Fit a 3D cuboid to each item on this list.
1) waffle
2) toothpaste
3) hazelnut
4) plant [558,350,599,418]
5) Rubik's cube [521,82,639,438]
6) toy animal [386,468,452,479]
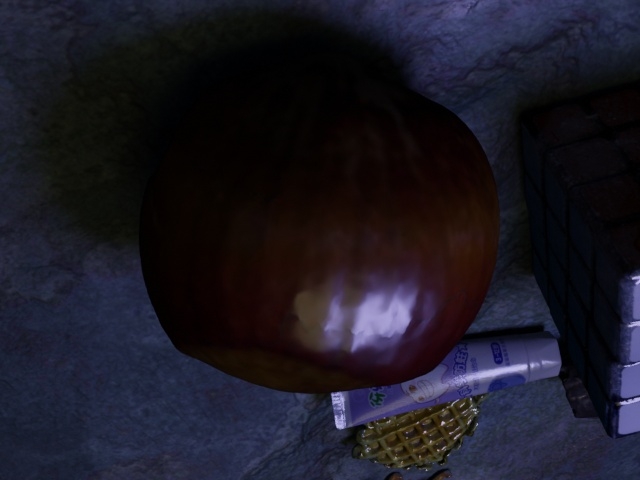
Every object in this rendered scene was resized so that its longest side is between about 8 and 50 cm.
[{"bbox_3d":[0.167,0.308,1.798,0.214,0.054,0.207,12,123,-21],"label":"waffle"},{"bbox_3d":[0.196,0.212,1.705,0.372,0.080,0.125,-8,96,-6],"label":"toothpaste"},{"bbox_3d":[0.000,0.000,1.265,0.430,0.402,0.402,9,129,-8],"label":"hazelnut"},{"bbox_3d":[0.515,0.201,1.726,0.256,0.164,0.141,-20,131,4],"label":"plant"},{"bbox_3d":[0.487,0.009,1.423,0.344,0.344,0.337,-14,132,-1],"label":"Rubik's cube"},{"bbox_3d":[0.172,0.472,1.944,0.241,0.056,0.099,-2,131,-15],"label":"toy animal"}]
